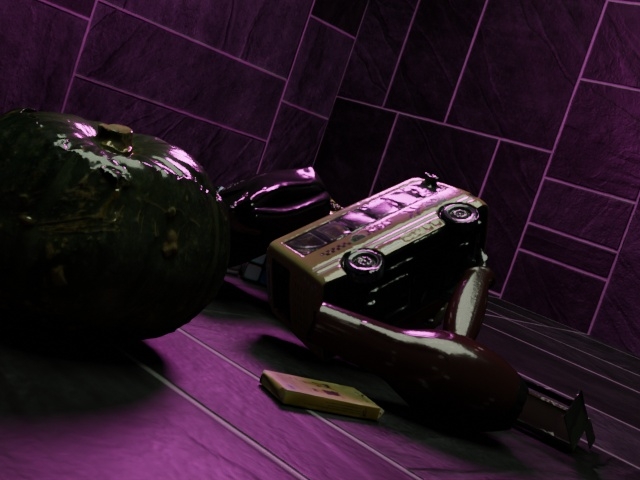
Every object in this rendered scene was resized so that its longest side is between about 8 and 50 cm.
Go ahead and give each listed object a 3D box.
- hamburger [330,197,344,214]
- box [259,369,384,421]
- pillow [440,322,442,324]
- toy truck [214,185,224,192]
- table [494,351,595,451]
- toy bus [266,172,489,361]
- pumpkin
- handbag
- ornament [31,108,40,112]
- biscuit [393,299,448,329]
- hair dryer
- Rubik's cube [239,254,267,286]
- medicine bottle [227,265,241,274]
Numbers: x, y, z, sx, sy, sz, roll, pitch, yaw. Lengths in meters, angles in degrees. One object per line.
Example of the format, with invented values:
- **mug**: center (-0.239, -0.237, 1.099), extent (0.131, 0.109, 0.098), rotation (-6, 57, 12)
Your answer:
- **hamburger**: center (0.004, 0.001, 1.835), extent (0.189, 0.164, 0.093), rotation (34, 20, -9)
- **box**: center (0.002, 0.195, 1.120), extent (0.149, 0.020, 0.073), rotation (16, 4, -29)
- **pillow**: center (0.102, 0.128, 1.786), extent (0.249, 0.106, 0.186), rotation (19, 10, 27)
- **toy truck**: center (-0.229, -0.045, 1.894), extent (0.081, 0.175, 0.067), rotation (37, 46, -6)
- **table**: center (0.332, 0.260, 1.364), extent (0.146, 0.062, 0.175), rotation (22, -26, 36)
- **toy bus**: center (0.099, 0.030, 1.452), extent (0.365, 0.177, 0.202), rotation (-24, 41, -32)
- **pumpkin**: center (-0.272, -0.014, 1.052), extent (0.291, 0.258, 0.327), rotation (29, 14, 29)
- **handbag**: center (-0.172, -0.028, 1.677), extent (0.342, 0.152, 0.288), rotation (-25, -1, 19)
- **ornament**: center (-0.648, -0.185, 1.906), extent (0.081, 0.203, 0.088), rotation (8, 11, -25)
- **biscuit**: center (0.081, 0.077, 1.641), extent (0.331, 0.103, 0.332), rotation (5, 29, -3)
- **hair dryer**: center (0.165, 0.101, 1.307), extent (0.312, 0.123, 0.340), rotation (27, 43, -1)
- **Rubik's cube**: center (-0.087, 0.022, 1.964), extent (0.151, 0.155, 0.154), rotation (20, 5, -11)
- **medicine bottle**: center (-0.190, 0.024, 1.920), extent (0.057, 0.089, 0.057), rotation (17, 5, -2)
